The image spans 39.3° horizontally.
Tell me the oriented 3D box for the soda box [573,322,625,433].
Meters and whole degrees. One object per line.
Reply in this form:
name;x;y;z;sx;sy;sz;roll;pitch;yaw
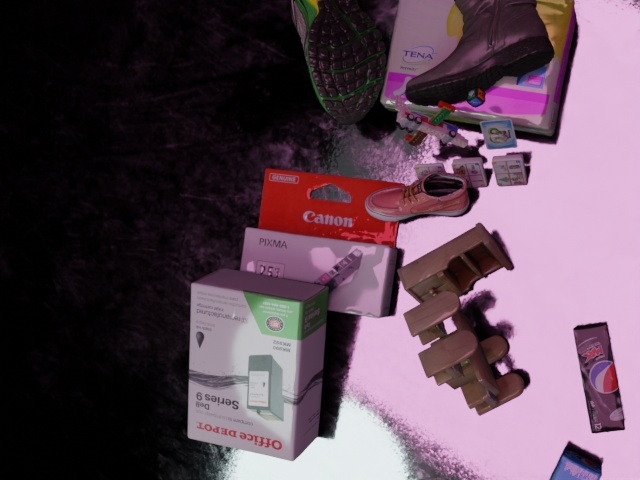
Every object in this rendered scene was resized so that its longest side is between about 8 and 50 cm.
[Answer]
soda box;0.444;0.218;1.430;0.053;0.060;0.168;-11;84;17

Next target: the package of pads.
package of pads;0.262;-0.313;1.497;0.297;0.101;0.229;11;91;18

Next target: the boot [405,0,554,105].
boot;0.239;-0.320;1.424;0.247;0.083;0.161;-19;71;18

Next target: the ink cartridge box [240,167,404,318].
ink cartridge box;0.000;0.000;1.592;0.275;0.060;0.238;8;91;19

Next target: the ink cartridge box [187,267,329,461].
ink cartridge box;-0.109;0.212;1.550;0.211;0.121;0.289;8;104;20

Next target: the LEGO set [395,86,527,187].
LEGO set;0.227;-0.168;1.445;0.182;0.244;0.060;-3;60;19

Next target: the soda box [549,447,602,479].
soda box;0.376;0.444;1.435;0.067;0.071;0.210;26;95;17

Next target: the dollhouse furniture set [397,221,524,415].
dollhouse furniture set;0.246;0.121;1.427;0.161;0.212;0.242;-31;51;16

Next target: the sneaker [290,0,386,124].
sneaker;0.025;-0.360;1.562;0.134;0.146;0.343;-8;77;-9

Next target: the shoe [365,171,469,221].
shoe;0.161;-0.078;1.513;0.178;0.081;0.063;-1;65;9
